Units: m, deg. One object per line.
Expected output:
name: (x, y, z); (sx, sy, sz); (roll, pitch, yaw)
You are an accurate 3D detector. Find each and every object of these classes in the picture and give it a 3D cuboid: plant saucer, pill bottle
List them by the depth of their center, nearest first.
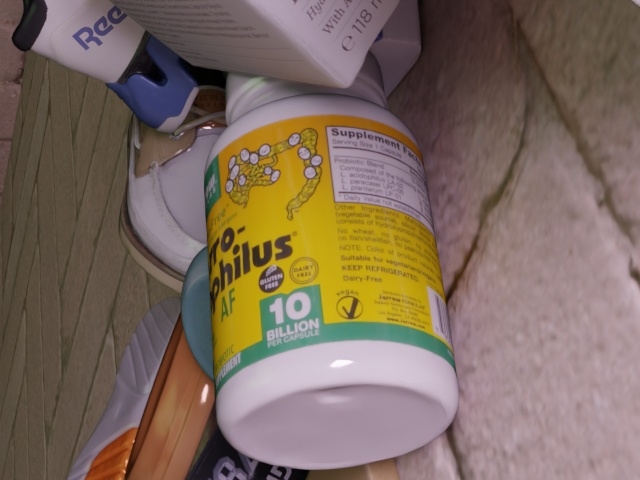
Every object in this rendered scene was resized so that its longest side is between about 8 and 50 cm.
pill bottle: (0.000, 0.000, 0.672); (0.117, 0.117, 0.208); (122, 148, -53)
plant saucer: (-0.048, 0.058, 0.831); (0.119, 0.021, 0.119); (16, 119, 32)
plant saucer: (-0.105, 0.113, 0.987); (0.200, 0.037, 0.200); (-159, 90, -83)

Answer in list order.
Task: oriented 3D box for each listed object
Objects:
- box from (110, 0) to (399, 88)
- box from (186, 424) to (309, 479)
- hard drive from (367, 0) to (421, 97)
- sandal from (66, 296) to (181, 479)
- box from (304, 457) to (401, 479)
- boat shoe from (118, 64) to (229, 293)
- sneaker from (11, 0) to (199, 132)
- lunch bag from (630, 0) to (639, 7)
box: (-0.022, -0.185, 0.640); (0.181, 0.119, 0.182); (-58, 30, -7)
box: (-0.127, 0.299, 0.842); (0.295, 0.073, 0.293); (-61, -3, -42)
hard drive: (0.000, -0.215, 0.855); (0.210, 0.040, 0.319); (132, 140, -60)
sandal: (-0.155, 0.182, 1.170); (0.102, 0.076, 0.265); (2, 66, 57)
box: (0.019, 0.206, 0.710); (0.201, 0.021, 0.164); (-106, 28, -49)
boat shoe: (-0.091, -0.064, 0.971); (0.302, 0.113, 0.103); (-118, 37, -56)
sneaker: (-0.129, -0.245, 0.854); (0.127, 0.182, 0.316); (22, 94, 70)
lunch bag: (0.110, -0.231, 0.349); (0.235, 0.168, 0.287); (-101, 32, -49)
